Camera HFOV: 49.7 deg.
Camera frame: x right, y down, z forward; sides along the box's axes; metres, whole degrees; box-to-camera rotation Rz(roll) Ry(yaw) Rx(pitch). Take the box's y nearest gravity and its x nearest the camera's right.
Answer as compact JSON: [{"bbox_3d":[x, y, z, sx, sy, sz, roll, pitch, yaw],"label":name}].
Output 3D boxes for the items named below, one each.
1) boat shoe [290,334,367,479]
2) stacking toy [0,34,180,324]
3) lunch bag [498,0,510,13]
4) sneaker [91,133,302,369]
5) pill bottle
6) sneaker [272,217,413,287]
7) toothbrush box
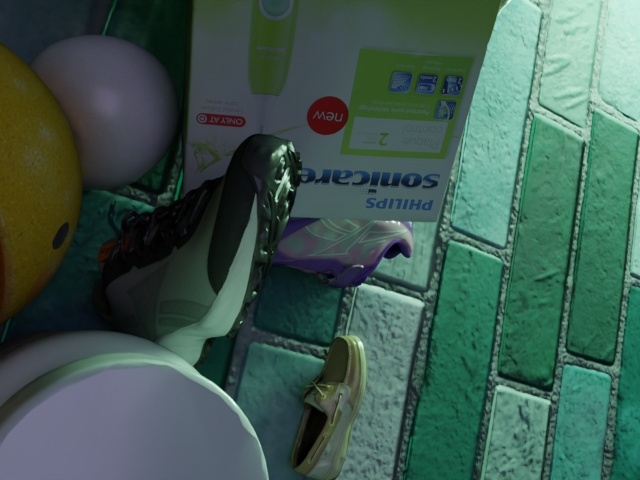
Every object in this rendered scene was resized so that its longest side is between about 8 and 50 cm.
[{"bbox_3d":[0.006,0.151,0.634,0.045,0.050,0.136,20,74,-31],"label":"boat shoe"},{"bbox_3d":[-0.262,-0.030,0.401,0.480,0.350,0.351,-37,102,-43],"label":"stacking toy"},{"bbox_3d":[0.079,-0.301,0.669,0.235,0.169,0.287,50,59,-14],"label":"lunch bag"},{"bbox_3d":[-0.097,0.015,0.477,0.108,0.271,0.100,30,52,-11],"label":"sneaker"},{"bbox_3d":[-0.148,0.134,0.416,0.160,0.283,0.161,4,81,-28],"label":"pill bottle"},{"bbox_3d":[0.000,0.000,0.632,0.236,0.095,0.105,-17,99,-31],"label":"sneaker"},{"bbox_3d":[0.008,-0.163,0.502,0.206,0.122,0.283,2,126,-13],"label":"toothbrush box"}]
